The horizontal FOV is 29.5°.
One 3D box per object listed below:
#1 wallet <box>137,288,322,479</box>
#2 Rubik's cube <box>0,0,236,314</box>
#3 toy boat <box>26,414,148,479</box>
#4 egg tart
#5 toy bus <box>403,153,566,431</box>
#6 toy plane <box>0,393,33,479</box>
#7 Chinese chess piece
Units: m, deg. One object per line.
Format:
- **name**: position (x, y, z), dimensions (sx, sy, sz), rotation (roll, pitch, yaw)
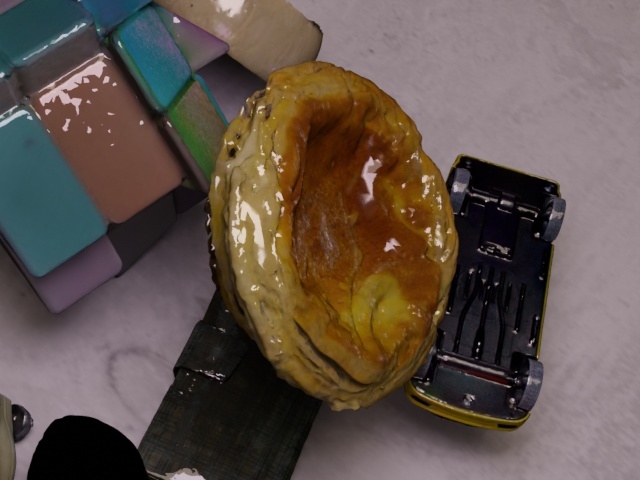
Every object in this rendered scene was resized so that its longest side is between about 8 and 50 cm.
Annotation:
- **wallet**: position (-0.075, 0.152, 1.351), dimensions (0.169, 0.044, 0.317), rotation (23, 57, 3)
- **Rubik's cube**: position (-0.266, -0.137, 1.277), dimensions (0.358, 0.368, 0.387), rotation (-37, 74, -14)
- **toy boat**: position (-0.233, 0.256, 1.225), dimensions (0.116, 0.061, 0.188), rotation (-26, 68, -1)
- **egg tart**: position (0.000, 0.000, 1.192), dimensions (0.352, 0.150, 0.352), rotation (17, 68, -49)
- **toy bus**: position (0.182, 0.071, 1.393), dimensions (0.145, 0.151, 0.331), rotation (17, 57, -3)
- **toy plane**: position (-0.369, 0.156, 1.266), dimensions (0.108, 0.092, 0.286), rotation (-15, 64, 7)
- **Chinese chess piece**: position (-0.113, -0.282, 1.478), dimensions (0.250, 0.250, 0.103), rotation (35, 95, 8)
